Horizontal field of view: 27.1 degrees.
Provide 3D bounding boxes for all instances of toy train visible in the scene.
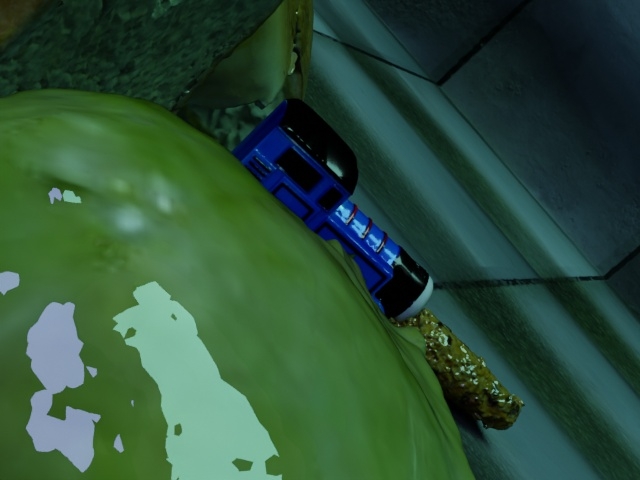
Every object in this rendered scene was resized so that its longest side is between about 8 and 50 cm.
[{"bbox_3d":[0.000,0.000,1.048,0.204,0.131,0.083,43,16,-14],"label":"toy train"}]

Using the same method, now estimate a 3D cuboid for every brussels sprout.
[{"bbox_3d":[-0.076,0.093,0.456,0.328,0.247,0.328,56,3,-5],"label":"brussels sprout"}]

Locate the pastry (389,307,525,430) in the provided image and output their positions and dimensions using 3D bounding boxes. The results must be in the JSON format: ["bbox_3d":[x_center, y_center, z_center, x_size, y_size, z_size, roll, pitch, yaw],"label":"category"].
[{"bbox_3d":[0.124,0.119,1.219,0.140,0.056,0.080,36,8,-28],"label":"pastry"}]

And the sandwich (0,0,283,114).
[{"bbox_3d":[-0.139,-0.168,0.880,0.095,0.249,0.273,51,16,14],"label":"sandwich"}]

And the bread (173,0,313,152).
[{"bbox_3d":[-0.092,-0.233,1.172,0.333,0.160,0.333,1,90,-85],"label":"bread"}]
